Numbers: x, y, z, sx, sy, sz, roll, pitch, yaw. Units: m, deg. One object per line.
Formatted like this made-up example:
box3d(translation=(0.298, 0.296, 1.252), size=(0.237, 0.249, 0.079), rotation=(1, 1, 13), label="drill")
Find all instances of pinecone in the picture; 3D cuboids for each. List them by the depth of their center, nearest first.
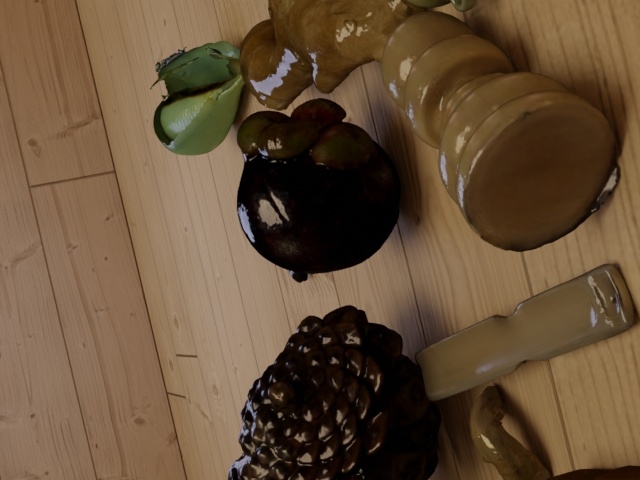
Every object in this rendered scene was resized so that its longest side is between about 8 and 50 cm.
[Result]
box3d(translation=(0.021, 0.245, 1.139), size=(0.242, 0.298, 0.296), rotation=(24, 165, 16), label="pinecone")

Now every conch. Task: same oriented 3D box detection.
box3d(translation=(-0.210, -0.251, 1.593), size=(0.251, 0.137, 0.143), rotation=(111, 141, -55), label="conch")

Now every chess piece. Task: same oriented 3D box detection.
box3d(translation=(0.135, -0.116, 0.842), size=(0.261, 0.142, 0.143), rotation=(-122, 28, -50), label="chess piece")

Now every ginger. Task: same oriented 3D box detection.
box3d(translation=(0.207, 0.287, 0.957), size=(0.089, 0.075, 0.288), rotation=(-30, 67, 25), label="ginger")
box3d(translation=(-0.019, -0.259, 1.147), size=(0.363, 0.122, 0.348), rotation=(114, 148, -42), label="ginger")

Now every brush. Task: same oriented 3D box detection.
box3d(translation=(0.195, 0.097, 0.924), size=(0.321, 0.050, 0.060), rotation=(-39, 63, 58), label="brush")

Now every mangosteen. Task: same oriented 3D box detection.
box3d(translation=(-0.003, -0.060, 1.110), size=(0.210, 0.209, 0.210), rotation=(167, 90, -69), label="mangosteen")

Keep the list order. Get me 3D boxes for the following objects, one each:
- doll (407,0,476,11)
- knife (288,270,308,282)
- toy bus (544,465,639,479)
box3d(translation=(0.070, -0.334, 0.912), size=(0.296, 0.117, 0.141), rotation=(54, 159, 18), label="doll")
box3d(translation=(0.000, 0.000, 1.382), size=(0.060, 0.028, 0.230), rotation=(53, 148, 22), label="knife")
box3d(translation=(0.256, 0.246, 0.781), size=(0.201, 0.098, 0.114), rotation=(146, 109, -69), label="toy bus")
